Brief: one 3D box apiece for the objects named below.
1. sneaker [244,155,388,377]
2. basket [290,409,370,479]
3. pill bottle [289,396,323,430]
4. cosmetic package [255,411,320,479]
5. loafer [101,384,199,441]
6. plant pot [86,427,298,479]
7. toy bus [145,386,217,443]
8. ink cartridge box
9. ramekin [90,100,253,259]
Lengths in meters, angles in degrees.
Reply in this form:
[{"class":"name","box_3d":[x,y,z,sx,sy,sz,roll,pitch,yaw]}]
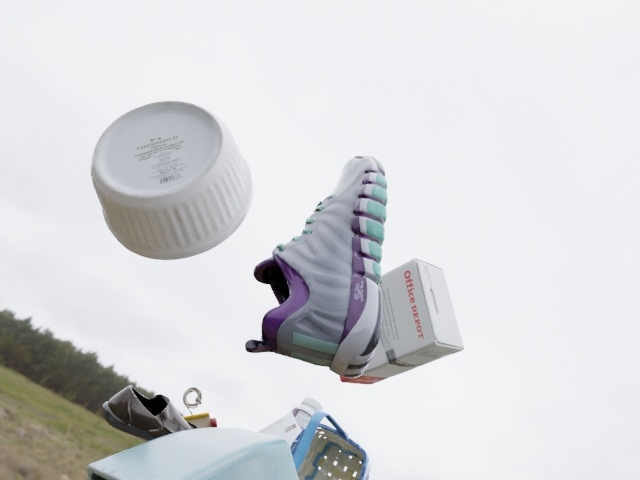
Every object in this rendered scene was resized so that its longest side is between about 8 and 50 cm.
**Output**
[{"class":"sneaker","box_3d":[0.000,0.000,0.469,0.098,0.223,0.083,11,-45,-4]},{"class":"basket","box_3d":[-0.004,0.537,1.304,0.201,0.254,0.289,17,-21,35]},{"class":"pill bottle","box_3d":[-0.071,0.644,1.986,0.108,0.193,0.108,21,-43,21]},{"class":"cosmetic package","box_3d":[-0.100,0.644,1.686,0.151,0.151,0.183,64,-7,-22]},{"class":"loafer","box_3d":[-0.300,0.338,1.078,0.220,0.078,0.080,40,-2,-40]},{"class":"plant pot","box_3d":[-0.165,0.421,0.885,0.248,0.252,0.247,-10,-85,47]},{"class":"toy bus","box_3d":[-0.271,0.457,1.246,0.191,0.202,0.104,37,-25,2]},{"class":"ink cartridge box","box_3d":[0.161,0.188,1.278,0.114,0.197,0.273,18,-38,-41]},{"class":"ramekin","box_3d":[-0.198,-0.089,0.753,0.207,0.207,0.109,20,-30,15]}]
